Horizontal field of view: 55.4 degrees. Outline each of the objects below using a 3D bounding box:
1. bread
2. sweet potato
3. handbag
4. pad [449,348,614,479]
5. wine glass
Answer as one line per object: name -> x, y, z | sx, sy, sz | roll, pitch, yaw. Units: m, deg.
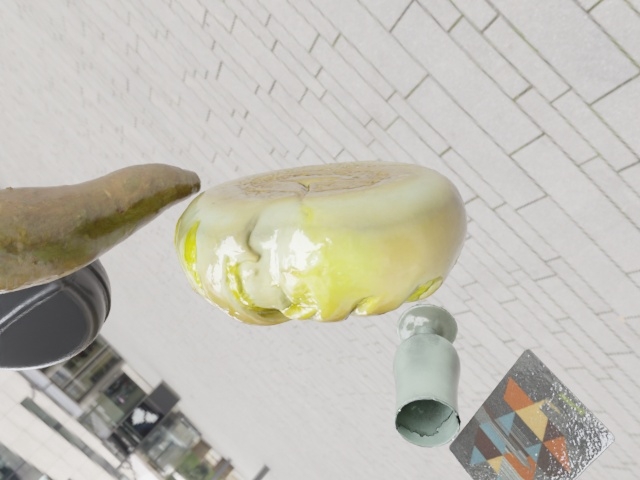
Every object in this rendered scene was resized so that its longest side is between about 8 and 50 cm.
bread -> 0.000, 0.000, 0.460 | 0.213, 0.213, 0.105 | 16, 121, 49
sweet potato -> -0.194, -0.009, 0.437 | 0.077, 0.243, 0.077 | 43, 141, 47
handbag -> -0.422, 0.063, 0.766 | 0.308, 0.254, 0.093 | 35, -153, -37
pad -> 0.253, 0.256, 0.768 | 0.143, 0.003, 0.211 | 50, 129, 36
wine glass -> 0.158, 0.195, 0.907 | 0.103, 0.231, 0.103 | 3, 116, 7
